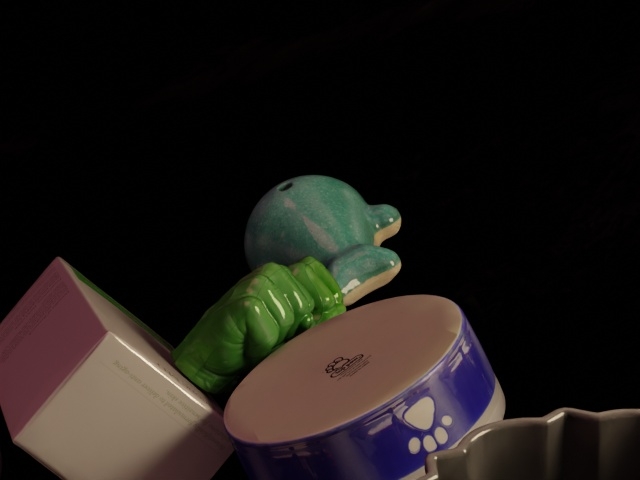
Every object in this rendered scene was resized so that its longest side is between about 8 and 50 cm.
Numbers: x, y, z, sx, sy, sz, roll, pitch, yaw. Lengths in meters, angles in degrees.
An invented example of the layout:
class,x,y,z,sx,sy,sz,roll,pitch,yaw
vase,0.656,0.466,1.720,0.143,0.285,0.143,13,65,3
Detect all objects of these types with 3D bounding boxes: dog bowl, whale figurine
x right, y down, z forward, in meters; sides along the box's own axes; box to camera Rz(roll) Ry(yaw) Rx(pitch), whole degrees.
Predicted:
class,x,y,z,sx,sy,sz,roll,pitch,yaw
dog bowl,0.042,0.165,1.627,0.265,0.104,0.265,-23,18,8
whale figurine,0.000,0.000,2.071,0.216,0.141,0.272,-29,19,-10

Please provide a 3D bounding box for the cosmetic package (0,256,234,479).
class,x,y,z,sx,sy,sz,roll,pitch,yaw
cosmetic package,-0.239,0.165,1.808,0.155,0.197,0.365,-50,22,-3

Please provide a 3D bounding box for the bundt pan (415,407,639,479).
class,x,y,z,sx,sy,sz,roll,pitch,yaw
bundt pan,0.210,0.236,1.055,0.331,0.124,0.331,2,21,-1

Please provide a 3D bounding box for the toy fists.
class,x,y,z,sx,sy,sz,roll,pitch,yaw
toy fists,-0.052,0.091,1.827,0.142,0.096,0.279,-50,-14,14
